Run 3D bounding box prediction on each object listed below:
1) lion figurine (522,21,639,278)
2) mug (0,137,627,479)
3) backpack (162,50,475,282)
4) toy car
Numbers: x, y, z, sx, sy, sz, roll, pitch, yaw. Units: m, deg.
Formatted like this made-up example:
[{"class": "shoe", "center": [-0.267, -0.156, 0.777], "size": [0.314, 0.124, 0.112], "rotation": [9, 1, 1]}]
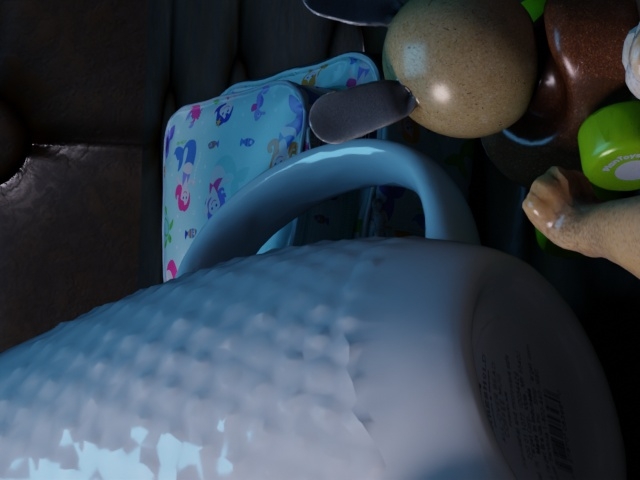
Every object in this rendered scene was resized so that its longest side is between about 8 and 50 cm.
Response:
[{"class": "lion figurine", "center": [0.183, 0.072, 0.771], "size": [0.240, 0.142, 0.392], "rotation": [-161, 59, -68]}, {"class": "mug", "center": [-0.008, 0.100, 1.087], "size": [0.328, 0.276, 0.374], "rotation": [-23, 46, 30]}, {"class": "backpack", "center": [0.000, 0.000, 1.342], "size": [0.225, 0.191, 0.253], "rotation": [-6, 86, 54]}, {"class": "toy car", "center": [0.082, -0.089, 1.026], "size": [0.149, 0.188, 0.155], "rotation": [115, 154, -57]}]
